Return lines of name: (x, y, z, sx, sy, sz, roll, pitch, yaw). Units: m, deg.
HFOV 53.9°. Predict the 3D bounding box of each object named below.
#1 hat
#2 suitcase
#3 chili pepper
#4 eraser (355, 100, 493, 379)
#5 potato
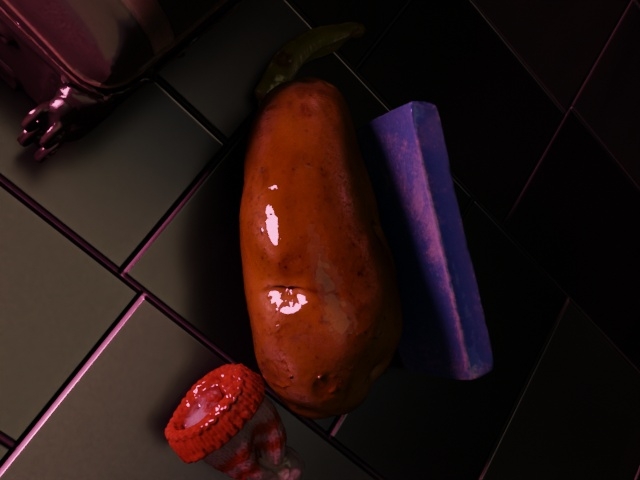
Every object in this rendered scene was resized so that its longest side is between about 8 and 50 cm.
hat: (-0.071, 0.209, 0.653, 0.112, 0.093, 0.162, -39, 111, 1)
suitcase: (-0.189, -0.313, 0.590, 0.283, 0.194, 0.434, 47, 64, -16)
chili pepper: (-0.015, -0.225, 0.758, 0.049, 0.043, 0.208, 45, 65, -3)
eraser: (0.116, 0.005, 0.743, 0.043, 0.144, 0.311, -14, 91, -26)
potato: (0.000, 0.000, 0.668, 0.196, 0.176, 0.369, -1, 79, -31)
